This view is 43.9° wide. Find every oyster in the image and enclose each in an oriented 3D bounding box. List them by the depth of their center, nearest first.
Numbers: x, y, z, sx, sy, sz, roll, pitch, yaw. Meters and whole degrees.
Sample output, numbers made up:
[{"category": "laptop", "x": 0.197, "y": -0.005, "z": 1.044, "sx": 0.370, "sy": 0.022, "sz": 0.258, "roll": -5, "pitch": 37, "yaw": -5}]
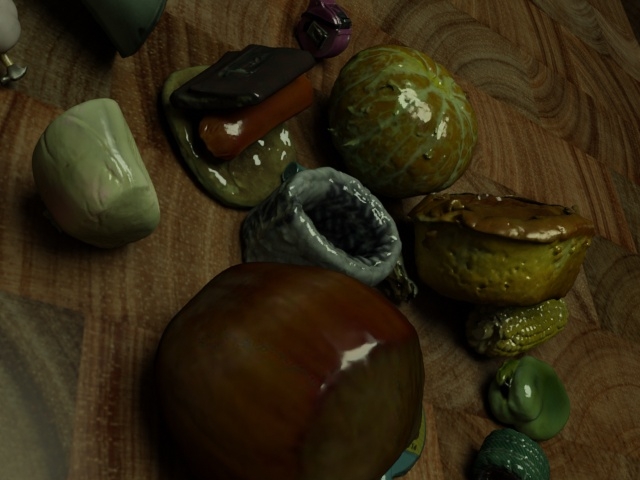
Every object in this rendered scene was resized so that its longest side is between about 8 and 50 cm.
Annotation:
[{"category": "oyster", "x": 0.126, "y": 0.033, "z": 1.516, "sx": 0.163, "sy": 0.081, "sz": 0.191, "roll": 59, "pitch": 17, "yaw": -32}]

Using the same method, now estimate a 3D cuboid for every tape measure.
[{"category": "tape measure", "x": 0.005, "y": -0.456, "z": 1.710, "sx": 0.074, "sy": 0.118, "sz": 0.125, "roll": -19, "pitch": 59, "yaw": -48}]

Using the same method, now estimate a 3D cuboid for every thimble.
[{"category": "thimble", "x": 0.000, "y": 0.000, "z": 1.340, "sx": 0.245, "sy": 0.157, "sz": 0.217, "roll": 19, "pitch": 48, "yaw": -36}, {"category": "thimble", "x": 0.335, "y": 0.408, "z": 1.398, "sx": 0.135, "sy": 0.118, "sz": 0.090, "roll": 60, "pitch": 42, "yaw": -17}]

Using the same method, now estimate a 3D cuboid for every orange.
[{"category": "orange", "x": 0.162, "y": -0.237, "z": 1.601, "sx": 0.329, "sy": 0.249, "sz": 0.329, "roll": 34, "pitch": 38, "yaw": -32}]

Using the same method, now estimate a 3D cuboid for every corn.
[{"category": "corn", "x": 0.412, "y": 0.169, "z": 1.644, "sx": 0.347, "sy": 0.130, "sz": 0.130, "roll": -2, "pitch": 64, "yaw": -50}]

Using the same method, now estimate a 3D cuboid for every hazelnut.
[{"category": "hazelnut", "x": -0.032, "y": 0.187, "z": 1.062, "sx": 0.366, "sy": 0.366, "sz": 0.366, "roll": 25, "pitch": 47, "yaw": -30}]

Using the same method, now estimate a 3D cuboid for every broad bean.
[{"category": "broad bean", "x": 0.417, "y": 0.308, "z": 1.576, "sx": 0.228, "sy": 0.100, "sz": 0.169, "roll": 38, "pitch": 48, "yaw": -36}]

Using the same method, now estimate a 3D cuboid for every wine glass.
[{"category": "wine glass", "x": -0.433, "y": -0.473, "z": 1.191, "sx": 0.406, "sy": 0.267, "sz": 0.267, "roll": 19, "pitch": 50, "yaw": -31}]

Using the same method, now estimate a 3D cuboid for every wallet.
[{"category": "wallet", "x": -0.131, "y": -0.276, "z": 1.341, "sx": 0.229, "sy": 0.182, "sz": 0.049, "roll": -53, "pitch": 142, "yaw": -51}]

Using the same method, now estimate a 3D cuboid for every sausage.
[{"category": "sausage", "x": -0.106, "y": -0.226, "z": 1.381, "sx": 0.300, "sy": 0.083, "sz": 0.089, "roll": -45, "pitch": 115, "yaw": -49}]

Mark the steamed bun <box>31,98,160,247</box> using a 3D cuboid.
[{"category": "steamed bun", "x": -0.306, "y": -0.075, "z": 1.058, "sx": 0.152, "sy": 0.239, "sz": 0.170, "roll": -24, "pitch": 80, "yaw": -9}]

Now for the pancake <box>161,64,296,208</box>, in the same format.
[{"category": "pancake", "x": -0.157, "y": -0.193, "z": 1.410, "sx": 0.294, "sy": 0.049, "sz": 0.294, "roll": 27, "pitch": 45, "yaw": -30}]

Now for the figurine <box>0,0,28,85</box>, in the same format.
[{"category": "figurine", "x": -0.513, "y": -0.318, "z": 1.113, "sx": 0.229, "sy": 0.112, "sz": 0.137, "roll": 25, "pitch": 51, "yaw": -17}]

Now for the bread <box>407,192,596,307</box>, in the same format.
[{"category": "bread", "x": 0.345, "y": 0.014, "z": 1.539, "sx": 0.358, "sy": 0.337, "sz": 0.204, "roll": -3, "pitch": 98, "yaw": -48}]

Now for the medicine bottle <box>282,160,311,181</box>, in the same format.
[{"category": "medicine bottle", "x": 0.021, "y": -0.087, "z": 1.466, "sx": 0.208, "sy": 0.090, "sz": 0.054, "roll": 24, "pitch": 77, "yaw": -37}]

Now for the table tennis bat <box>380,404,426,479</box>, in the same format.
[{"category": "table tennis bat", "x": 0.093, "y": 0.308, "z": 1.297, "sx": 0.215, "sy": 0.044, "sz": 0.329, "roll": 29, "pitch": 43, "yaw": -28}]
